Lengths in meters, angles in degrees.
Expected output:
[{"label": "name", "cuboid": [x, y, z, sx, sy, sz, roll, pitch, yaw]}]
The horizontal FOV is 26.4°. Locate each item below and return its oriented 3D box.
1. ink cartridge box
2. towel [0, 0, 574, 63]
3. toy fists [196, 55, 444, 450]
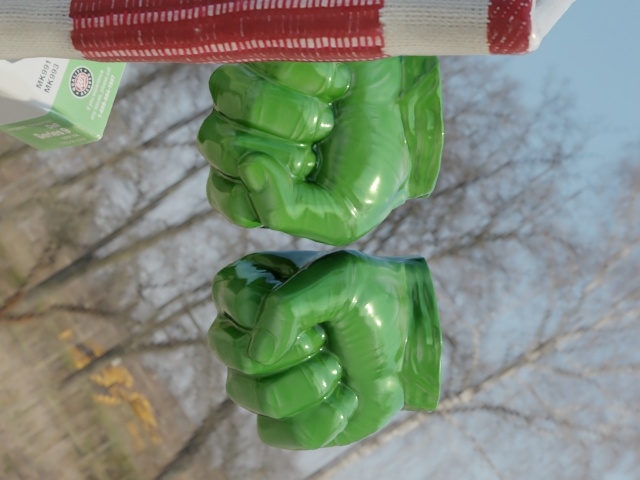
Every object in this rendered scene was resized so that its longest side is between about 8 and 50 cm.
[{"label": "ink cartridge box", "cuboid": [-0.242, -0.179, 0.986, 0.212, 0.154, 0.093, 29, -20, -36]}, {"label": "towel", "cuboid": [-0.075, -0.097, 0.459, 0.237, 0.329, 0.037, -50, 139, -64]}, {"label": "toy fists", "cuboid": [0.000, 0.000, 0.839, 0.096, 0.142, 0.279, -126, -148, -68]}]
